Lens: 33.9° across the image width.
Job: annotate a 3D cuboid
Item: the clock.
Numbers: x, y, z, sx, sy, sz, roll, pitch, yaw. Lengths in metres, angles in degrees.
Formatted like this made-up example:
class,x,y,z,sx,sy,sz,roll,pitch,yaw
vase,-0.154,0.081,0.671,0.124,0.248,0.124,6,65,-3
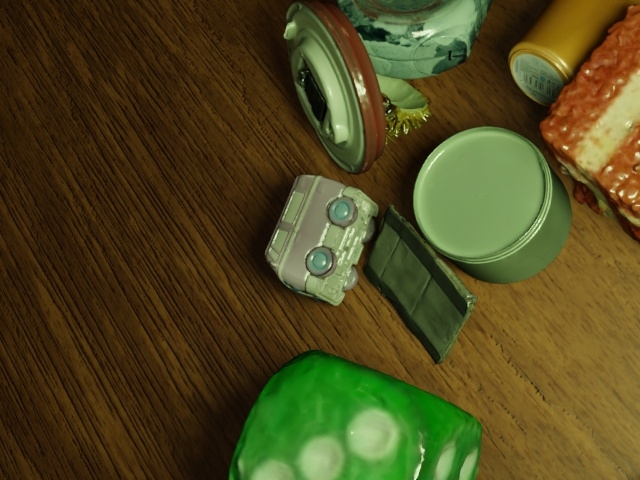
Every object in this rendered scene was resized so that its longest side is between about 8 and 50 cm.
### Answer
class,x,y,z,sx,sy,sz,roll,pitch,yaw
clock,0.012,-0.263,1.814,0.080,0.318,0.318,-21,61,-16

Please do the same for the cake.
class,x,y,z,sx,sy,sz,roll,pitch,yaw
cake,0.520,-0.131,1.525,0.270,0.269,0.319,-50,58,4

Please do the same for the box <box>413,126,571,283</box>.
class,x,y,z,sx,sy,sz,roll,pitch,yaw
box,0.277,-0.057,1.696,0.226,0.149,0.226,-9,70,24

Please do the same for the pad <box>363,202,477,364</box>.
class,x,y,z,sx,sy,sz,roll,pitch,yaw
pad,0.158,0.074,1.733,0.233,0.022,0.174,51,142,30

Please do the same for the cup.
class,x,y,z,sx,sy,sz,roll,pitch,yaw
cup,0.413,-0.333,1.671,0.264,0.182,0.226,-45,13,-20

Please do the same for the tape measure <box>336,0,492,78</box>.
class,x,y,z,sx,sy,sz,roll,pitch,yaw
tape measure,0.165,-0.402,1.836,0.275,0.147,0.256,16,60,19

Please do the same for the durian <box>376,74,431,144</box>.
class,x,y,z,sx,sy,sz,roll,pitch,yaw
durian,0.090,-0.245,1.855,0.144,0.139,0.252,-44,43,15

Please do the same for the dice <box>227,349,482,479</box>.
class,x,y,z,sx,sy,sz,roll,pitch,yaw
dice,0.058,0.350,1.600,0.297,0.287,0.300,18,83,30

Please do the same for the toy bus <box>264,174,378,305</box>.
class,x,y,z,sx,sy,sz,roll,pitch,yaw
toy bus,0.000,0.000,1.826,0.142,0.142,0.202,19,83,25
